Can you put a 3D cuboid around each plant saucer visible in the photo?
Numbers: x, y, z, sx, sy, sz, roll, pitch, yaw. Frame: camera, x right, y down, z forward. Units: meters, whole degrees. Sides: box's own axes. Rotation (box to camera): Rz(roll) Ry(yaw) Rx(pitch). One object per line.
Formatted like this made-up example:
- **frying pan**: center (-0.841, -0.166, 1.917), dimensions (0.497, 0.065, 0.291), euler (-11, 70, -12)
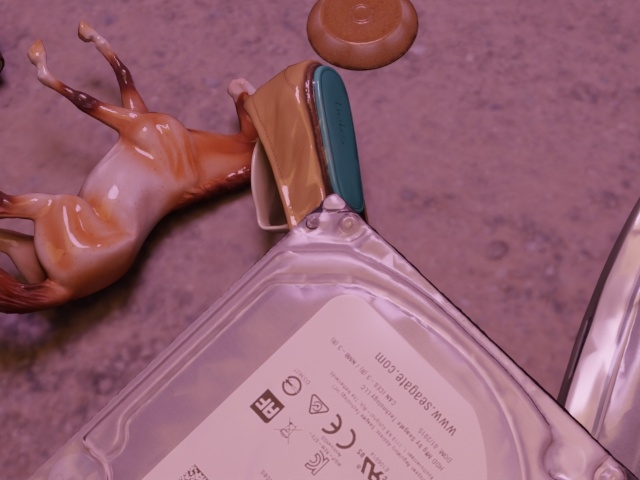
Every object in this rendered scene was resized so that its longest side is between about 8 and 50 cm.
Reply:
- **plant saucer**: center (0.031, -0.164, 0.844), dimensions (0.083, 0.015, 0.083), euler (-2, 62, 4)

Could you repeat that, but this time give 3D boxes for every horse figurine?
- **horse figurine**: center (-0.154, -0.039, 0.752), dimensions (0.174, 0.066, 0.263), euler (40, 61, 0)

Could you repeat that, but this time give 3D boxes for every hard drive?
- **hard drive**: center (-0.031, 0.169, 0.597), dimensions (0.339, 0.064, 0.237), euler (-43, 72, -6)

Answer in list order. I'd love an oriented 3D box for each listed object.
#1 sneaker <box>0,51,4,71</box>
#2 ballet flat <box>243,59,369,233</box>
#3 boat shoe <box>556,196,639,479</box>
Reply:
- **sneaker**: center (-0.267, -0.148, 0.844), dimensions (0.071, 0.066, 0.188), euler (7, 66, -10)
- **ballet flat**: center (0.000, 0.000, 0.725), dimensions (0.073, 0.080, 0.232), euler (-20, 70, 24)
- **boat shoe**: center (0.201, 0.054, 0.681), dimensions (0.081, 0.079, 0.227), euler (21, 71, 8)
